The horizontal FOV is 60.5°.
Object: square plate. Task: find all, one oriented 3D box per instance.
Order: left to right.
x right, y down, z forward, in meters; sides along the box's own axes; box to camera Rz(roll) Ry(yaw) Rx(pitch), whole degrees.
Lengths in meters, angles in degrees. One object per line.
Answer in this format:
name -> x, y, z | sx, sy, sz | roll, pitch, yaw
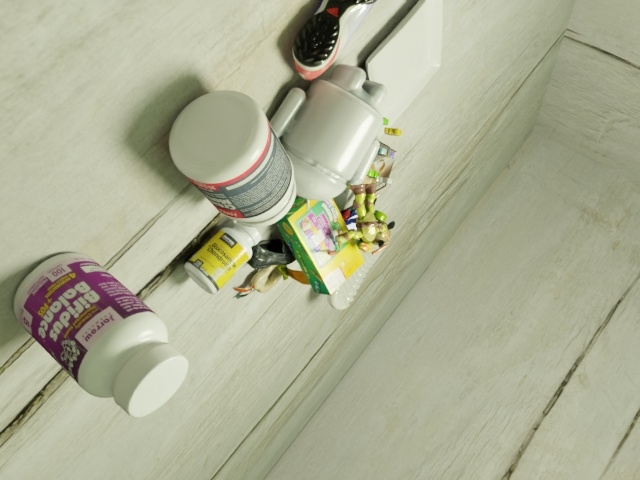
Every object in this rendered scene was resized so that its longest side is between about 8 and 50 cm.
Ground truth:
square plate -> 0.244, -0.522, 1.615 | 0.347, 0.049, 0.344 | -51, 156, -13

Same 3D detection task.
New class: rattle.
rattle -> -0.141, 0.140, 1.628 | 0.130, 0.143, 0.200 | -50, 171, 37

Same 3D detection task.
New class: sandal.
sandal -> 0.122, 0.067, 2.094 | 0.416, 0.102, 0.169 | -57, 136, -24

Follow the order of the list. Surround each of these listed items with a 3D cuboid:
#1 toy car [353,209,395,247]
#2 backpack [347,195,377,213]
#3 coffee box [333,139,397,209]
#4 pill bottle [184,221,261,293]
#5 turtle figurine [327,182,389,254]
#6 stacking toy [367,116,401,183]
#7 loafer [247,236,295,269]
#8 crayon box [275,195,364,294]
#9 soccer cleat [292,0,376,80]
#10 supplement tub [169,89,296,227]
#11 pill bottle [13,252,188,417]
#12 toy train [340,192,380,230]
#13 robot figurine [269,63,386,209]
toy car -> 0.186, -0.036, 1.927 | 0.149, 0.188, 0.155 | 29, 89, -27
backpack -> 0.129, -0.126, 1.868 | 0.114, 0.084, 0.105 | -52, 159, 2
coffee box -> 0.123, -0.211, 1.722 | 0.247, 0.098, 0.141 | -30, 146, -46
pill bottle -> -0.233, 0.034, 1.335 | 0.184, 0.103, 0.103 | -47, 156, -21
turtle figurine -> 0.121, -0.054, 1.584 | 0.270, 0.087, 0.217 | -9, 96, -42
stacking toy -> 0.174, -0.256, 1.580 | 0.221, 0.052, 0.166 | 0, 101, -69
loafer -> -0.123, 0.029, 1.583 | 0.223, 0.076, 0.078 | -12, 139, -54
crayon box -> 0.000, 0.000, 1.596 | 0.165, 0.081, 0.278 | -42, 116, -29
soccer cleat -> 0.044, -0.494, 1.211 | 0.318, 0.109, 0.116 | -56, 180, -7
supplement tub -> -0.164, -0.153, 1.109 | 0.191, 0.191, 0.272 | -52, 157, -9
pill bottle -> -0.378, 0.164, 0.960 | 0.169, 0.302, 0.169 | -44, 154, -28
toy train -> 0.083, -0.065, 1.771 | 0.248, 0.143, 0.105 | -48, 115, -7
robot figurine -> 0.016, -0.245, 1.332 | 0.300, 0.200, 0.353 | 27, 98, -30
